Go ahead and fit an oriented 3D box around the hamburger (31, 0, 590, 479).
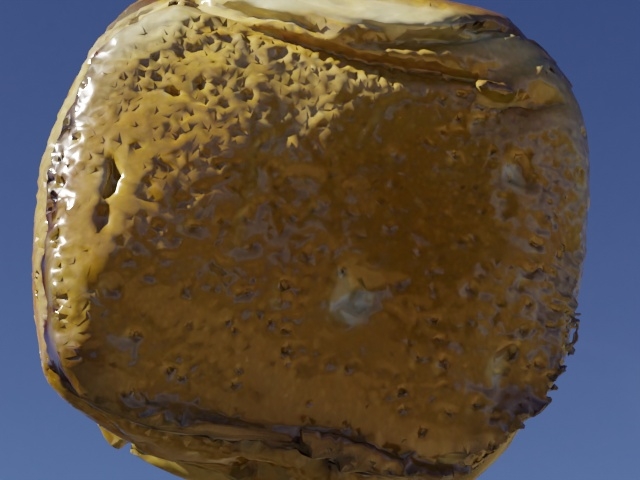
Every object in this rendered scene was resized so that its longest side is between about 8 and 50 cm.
[{"bbox_3d":[-0.007,0.002,0.843,0.304,0.284,0.174,13,-23,1],"label":"hamburger"}]
